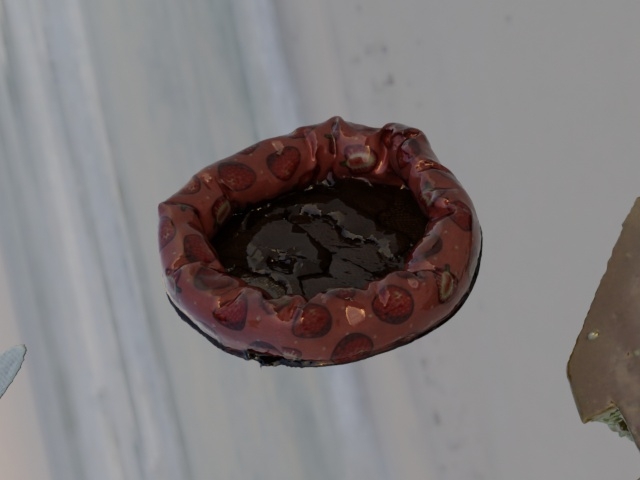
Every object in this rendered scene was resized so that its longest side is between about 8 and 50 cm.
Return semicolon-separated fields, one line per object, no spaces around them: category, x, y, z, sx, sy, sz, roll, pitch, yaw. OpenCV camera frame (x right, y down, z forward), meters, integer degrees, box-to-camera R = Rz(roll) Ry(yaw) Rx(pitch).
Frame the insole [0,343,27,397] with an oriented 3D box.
insole;-0.218;0.144;0.924;0.003;0.232;0.080;39;171;-19

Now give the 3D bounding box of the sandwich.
sandwich;0.199;0.104;1.015;0.090;0.088;0.244;31;-145;-60

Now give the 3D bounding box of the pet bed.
pet bed;0.000;0.000;1.085;0.201;0.201;0.053;-114;12;-49
